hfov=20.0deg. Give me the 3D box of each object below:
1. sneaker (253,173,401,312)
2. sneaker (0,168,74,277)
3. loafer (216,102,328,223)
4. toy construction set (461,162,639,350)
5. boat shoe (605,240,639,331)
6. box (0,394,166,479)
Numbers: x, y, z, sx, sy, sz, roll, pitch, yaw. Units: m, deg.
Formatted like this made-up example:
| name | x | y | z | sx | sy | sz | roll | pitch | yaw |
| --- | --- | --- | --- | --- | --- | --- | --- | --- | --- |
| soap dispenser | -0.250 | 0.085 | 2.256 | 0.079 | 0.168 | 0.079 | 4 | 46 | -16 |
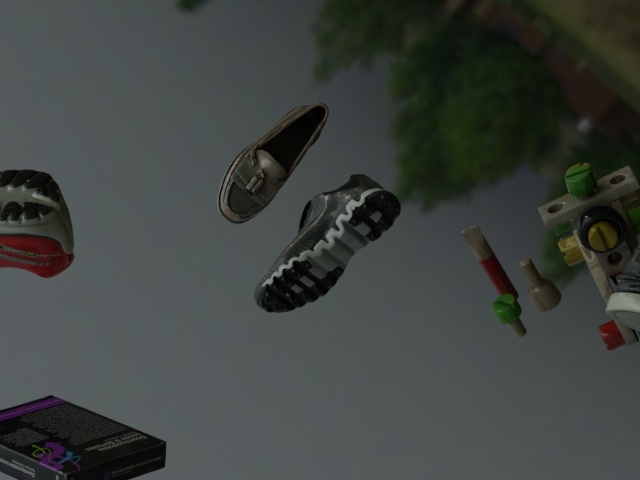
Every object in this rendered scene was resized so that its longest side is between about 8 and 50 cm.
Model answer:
| name | x | y | z | sx | sy | sz | roll | pitch | yaw |
| --- | --- | --- | --- | --- | --- | --- | --- | --- | --- |
| sneaker | 0.000 | 0.000 | 2.401 | 0.078 | 0.234 | 0.106 | 41 | -169 | -36 |
| sneaker | -0.381 | -0.004 | 1.876 | 0.279 | 0.107 | 0.118 | 6 | 130 | 24 |
| loafer | -0.037 | -0.066 | 1.450 | 0.045 | 0.125 | 0.039 | 42 | 153 | -7 |
| toy construction set | 0.318 | -0.014 | 2.290 | 0.237 | 0.309 | 0.257 | 55 | -143 | -33 |
| boat shoe | 0.452 | 0.074 | 1.930 | 0.340 | 0.113 | 0.127 | 19 | 169 | -24 |
| box | -0.231 | 0.180 | 1.593 | 0.162 | 0.029 | 0.116 | 14 | -161 | 42 |
